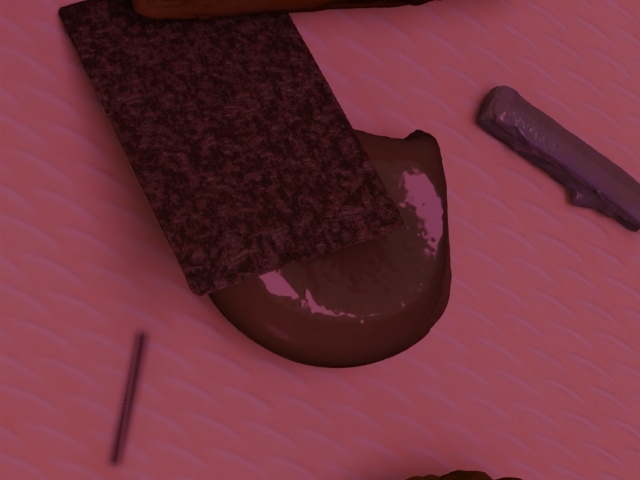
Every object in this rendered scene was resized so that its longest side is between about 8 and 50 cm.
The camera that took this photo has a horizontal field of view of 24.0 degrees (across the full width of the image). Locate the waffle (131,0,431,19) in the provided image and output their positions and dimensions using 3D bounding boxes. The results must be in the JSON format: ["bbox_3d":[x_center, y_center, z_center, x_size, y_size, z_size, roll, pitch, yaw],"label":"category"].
[{"bbox_3d":[0.016,-0.271,1.047,0.327,0.098,0.224,-8,86,-28],"label":"waffle"}]

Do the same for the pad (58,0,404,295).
[{"bbox_3d":[-0.061,-0.083,1.005,0.158,0.003,0.235,-18,68,-25],"label":"pad"}]

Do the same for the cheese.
[{"bbox_3d":[0.000,0.000,1.046,0.202,0.091,0.175,5,85,-25],"label":"cheese"}]

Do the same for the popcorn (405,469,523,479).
[{"bbox_3d":[0.097,0.262,1.025,0.226,0.203,0.200,11,94,-43],"label":"popcorn"}]

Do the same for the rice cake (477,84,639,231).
[{"bbox_3d":[0.195,-0.057,1.172,0.180,0.030,0.042,33,70,-21],"label":"rice cake"}]
